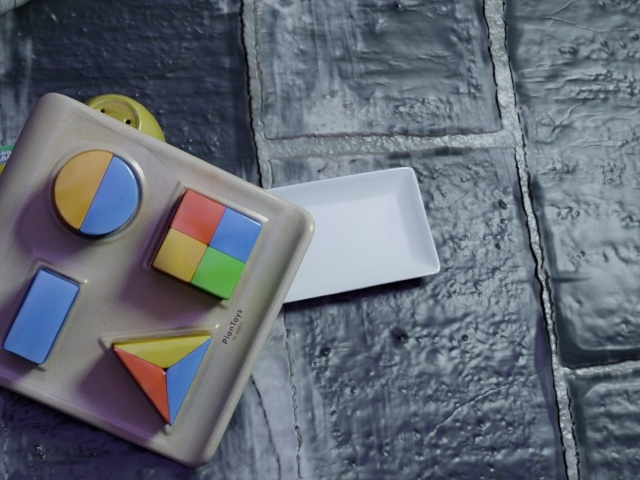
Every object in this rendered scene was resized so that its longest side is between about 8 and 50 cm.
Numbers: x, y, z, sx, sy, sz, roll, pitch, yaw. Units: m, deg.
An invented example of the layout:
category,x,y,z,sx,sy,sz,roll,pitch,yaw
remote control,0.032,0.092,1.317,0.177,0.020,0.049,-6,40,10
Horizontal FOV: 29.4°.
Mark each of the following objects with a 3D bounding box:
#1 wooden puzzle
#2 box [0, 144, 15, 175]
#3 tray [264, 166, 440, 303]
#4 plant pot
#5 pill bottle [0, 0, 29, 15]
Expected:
category,x,y,z,sx,sy,sz,roll,pitch,yaw
wooden puzzle,-0.220,0.044,1.345,0.348,0.080,0.322,25,86,-4
box,-0.382,-0.021,1.417,0.105,0.043,0.179,-9,75,-12
tray,0.000,0.000,1.477,0.270,0.030,0.145,-10,72,-12
plant pot,-0.248,-0.121,1.444,0.134,0.095,0.134,3,70,-8
pill bottle,-0.408,-0.378,1.441,0.392,0.224,0.224,-32,79,-18
